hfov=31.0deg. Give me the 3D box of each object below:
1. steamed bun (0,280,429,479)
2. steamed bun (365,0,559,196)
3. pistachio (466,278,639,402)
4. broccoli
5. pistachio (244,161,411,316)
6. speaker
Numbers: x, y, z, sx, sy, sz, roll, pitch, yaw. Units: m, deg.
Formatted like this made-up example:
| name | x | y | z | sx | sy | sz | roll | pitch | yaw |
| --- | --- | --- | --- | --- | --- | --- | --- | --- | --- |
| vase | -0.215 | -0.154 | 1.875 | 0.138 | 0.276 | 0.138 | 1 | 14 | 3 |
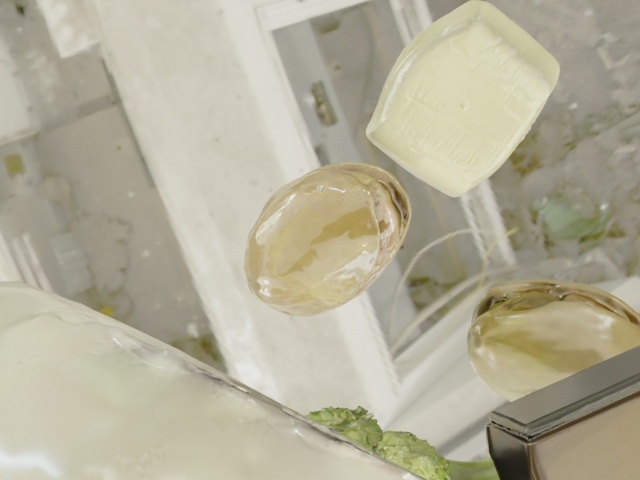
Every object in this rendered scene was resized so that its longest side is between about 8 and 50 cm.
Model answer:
| name | x | y | z | sx | sy | sz | roll | pitch | yaw |
| --- | --- | --- | --- | --- | --- | --- | --- | --- | --- |
| steamed bun | -0.084 | 0.184 | 0.427 | 0.309 | 0.309 | 0.309 | 14 | 117 | 30 |
| steamed bun | 0.188 | -0.201 | 1.574 | 0.200 | 0.155 | 0.250 | 33 | 114 | -15 |
| pistachio | 0.344 | 0.158 | 1.598 | 0.288 | 0.166 | 0.197 | 17 | 116 | 12 |
| broccoli | 0.113 | 0.292 | 1.243 | 0.302 | 0.254 | 0.186 | 3 | 128 | -10 |
| pistachio | 0.000 | 0.000 | 1.578 | 0.293 | 0.162 | 0.181 | -37 | 83 | 36 |
| speaker | 0.315 | 0.232 | 1.203 | 0.153 | 0.231 | 0.193 | -178 | 67 | -80 |
